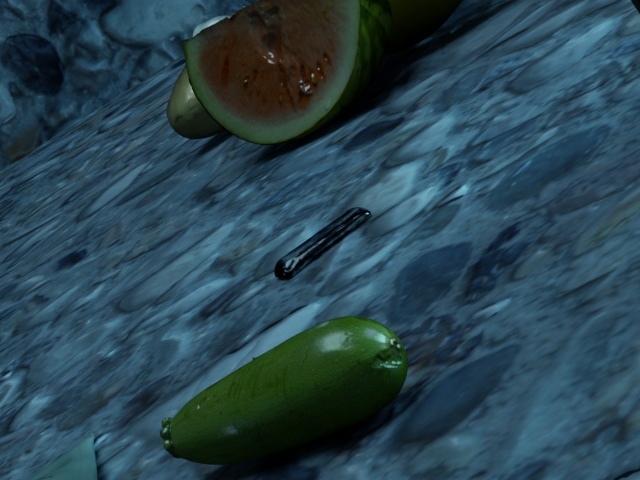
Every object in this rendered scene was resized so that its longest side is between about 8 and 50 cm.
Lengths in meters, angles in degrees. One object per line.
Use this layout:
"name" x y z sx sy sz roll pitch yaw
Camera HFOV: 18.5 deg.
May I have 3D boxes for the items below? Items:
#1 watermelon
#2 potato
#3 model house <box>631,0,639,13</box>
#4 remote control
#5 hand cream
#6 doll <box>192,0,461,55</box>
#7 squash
"watermelon" -0.007 -0.200 2.222 0.128 0.159 0.303 -14 -3 -44
"potato" -0.114 -0.229 2.621 0.235 0.128 0.161 -40 8 -4
"model house" 0.277 -0.228 1.383 0.205 0.218 0.278 -35 7 -7
"remote control" 0.000 0.000 1.677 0.096 0.014 0.039 -37 12 -16
"hand cream" -0.202 0.186 1.403 0.109 0.067 0.320 -37 7 -7
"doll" 0.047 -0.282 2.342 0.423 0.161 0.348 -24 -4 12
"squash" -0.027 0.099 1.230 0.201 0.066 0.066 -24 15 38
